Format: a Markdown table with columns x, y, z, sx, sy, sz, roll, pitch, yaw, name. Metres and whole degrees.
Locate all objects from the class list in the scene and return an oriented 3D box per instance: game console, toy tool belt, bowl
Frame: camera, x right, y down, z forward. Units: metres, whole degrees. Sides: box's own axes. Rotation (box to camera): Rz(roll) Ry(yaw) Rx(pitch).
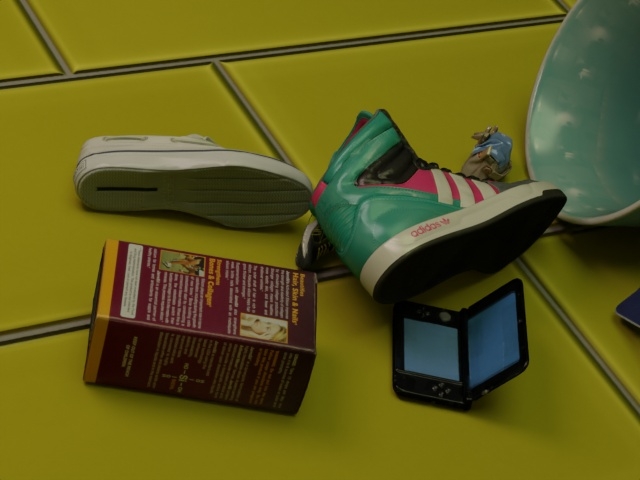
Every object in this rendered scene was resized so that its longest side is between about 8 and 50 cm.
| x | y | z | sx | sy | sz | roll | pitch | yaw | name |
| --- | --- | --- | --- | --- | --- | --- | --- | --- | --- |
| 0.124 | 0.085 | 1.527 | 0.107 | 0.071 | 0.122 | 12 | 39 | -7 | game console |
| 0.181 | -0.095 | 1.771 | 0.052 | 0.051 | 0.083 | 25 | 40 | 8 | toy tool belt |
| 0.371 | -0.138 | 1.736 | 0.163 | 0.311 | 0.311 | 21 | 35 | -27 | bowl |

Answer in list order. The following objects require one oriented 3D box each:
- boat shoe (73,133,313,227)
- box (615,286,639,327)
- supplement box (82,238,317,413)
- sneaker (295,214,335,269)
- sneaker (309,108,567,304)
| x | y | z | sx | sy | sz | roll | pitch | yaw | name |
| --- | --- | --- | --- | --- | --- | --- | --- | --- | --- |
| -0.119 | -0.070 | 1.605 | 0.226 | 0.083 | 0.076 | 7 | 42 | -12 | boat shoe |
| 0.409 | 0.039 | 1.633 | 0.225 | 0.036 | 0.136 | -34 | 34 | -15 | box |
| -0.101 | 0.074 | 1.448 | 0.188 | 0.081 | 0.104 | 10 | 40 | -9 | supplement box |
| 0.000 | 0.000 | 1.610 | 0.035 | 0.031 | 0.083 | 19 | 40 | 1 | sneaker |
| 0.096 | -0.047 | 1.618 | 0.295 | 0.124 | 0.178 | -15 | 56 | -49 | sneaker |
